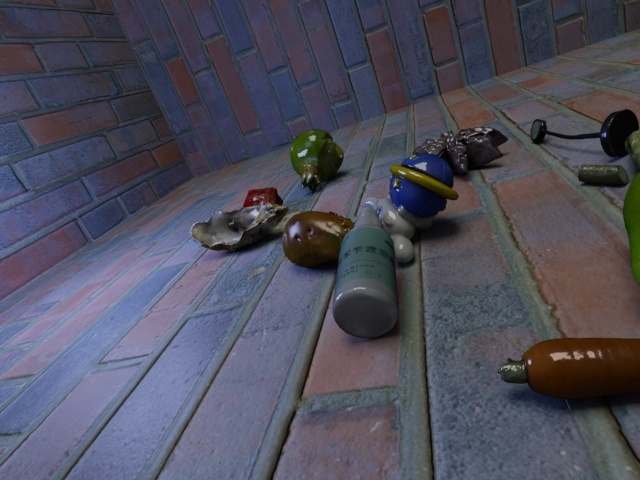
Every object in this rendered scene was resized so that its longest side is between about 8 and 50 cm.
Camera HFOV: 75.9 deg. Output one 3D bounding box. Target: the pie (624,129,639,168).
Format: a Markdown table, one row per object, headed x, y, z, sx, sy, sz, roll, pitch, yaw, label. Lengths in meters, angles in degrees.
| x | y | z | sx | sy | sz | roll | pitch | yaw | label |
| --- | --- | --- | --- | --- | --- | --- | --- | --- | --- |
| 0.789 | -0.189 | 0.811 | 0.323 | 0.071 | 0.323 | -15 | 23 | 7 | pie |

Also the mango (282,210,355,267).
| x | y | z | sx | sy | sz | roll | pitch | yaw | label |
| --- | --- | --- | --- | --- | --- | --- | --- | --- | --- |
| 0.000 | 0.000 | 1.016 | 0.248 | 0.151 | 0.156 | 13 | 70 | 46 | mango |

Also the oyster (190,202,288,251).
| x | y | z | sx | sy | sz | roll | pitch | yaw | label |
| --- | --- | --- | --- | --- | --- | --- | --- | --- | --- |
| -0.263 | -0.043 | 1.367 | 0.341 | 0.110 | 0.166 | -23 | 54 | 0 | oyster |

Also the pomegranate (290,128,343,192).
| x | y | z | sx | sy | sz | roll | pitch | yaw | label |
| --- | --- | --- | --- | --- | --- | --- | --- | --- | --- |
| -0.028 | -0.332 | 1.757 | 0.236 | 0.236 | 0.302 | -8 | 52 | 32 | pomegranate |

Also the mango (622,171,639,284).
| x | y | z | sx | sy | sz | roll | pitch | yaw | label |
| --- | --- | --- | --- | --- | --- | --- | --- | --- | --- |
| 0.525 | -0.038 | 0.563 | 0.343 | 0.156 | 0.192 | -36 | 23 | -28 | mango |

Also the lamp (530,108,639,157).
| x | y | z | sx | sy | sz | roll | pitch | yaw | label |
| --- | --- | --- | --- | --- | --- | --- | --- | --- | --- |
| 0.717 | -0.288 | 1.135 | 0.108 | 0.130 | 0.371 | 2 | 9 | 0 | lamp |

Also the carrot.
| x | y | z | sx | sy | sz | roll | pitch | yaw | label |
| --- | --- | --- | --- | --- | --- | --- | --- | --- | --- |
| 0.368 | 0.130 | 0.439 | 0.336 | 0.069 | 0.069 | -10 | 23 | 18 | carrot |

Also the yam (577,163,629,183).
| x | y | z | sx | sy | sz | roll | pitch | yaw | label |
| --- | --- | --- | --- | --- | --- | --- | --- | --- | --- |
| 0.616 | -0.145 | 0.895 | 0.043 | 0.043 | 0.094 | -30 | 21 | -21 | yam |

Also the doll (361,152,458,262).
| x | y | z | sx | sy | sz | roll | pitch | yaw | label |
| --- | --- | --- | --- | --- | --- | --- | --- | --- | --- |
| 0.212 | -0.094 | 1.004 | 0.159 | 0.243 | 0.311 | 9 | 12 | -20 | doll |

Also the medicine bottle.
| x | y | z | sx | sy | sz | roll | pitch | yaw | label |
| --- | --- | --- | --- | --- | --- | --- | --- | --- | --- |
| 0.092 | 0.032 | 0.813 | 0.110 | 0.110 | 0.352 | -15 | 29 | 17 | medicine bottle |

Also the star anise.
| x | y | z | sx | sy | sz | roll | pitch | yaw | label |
| --- | --- | --- | --- | --- | --- | --- | --- | --- | --- |
| 0.430 | -0.287 | 1.319 | 0.331 | 0.118 | 0.332 | -17 | 27 | 9 | star anise |

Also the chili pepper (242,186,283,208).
| x | y | z | sx | sy | sz | roll | pitch | yaw | label |
| --- | --- | --- | --- | --- | --- | --- | --- | --- | --- |
| -0.226 | -0.103 | 1.534 | 0.144 | 0.136 | 0.253 | 22 | 33 | -11 | chili pepper |
